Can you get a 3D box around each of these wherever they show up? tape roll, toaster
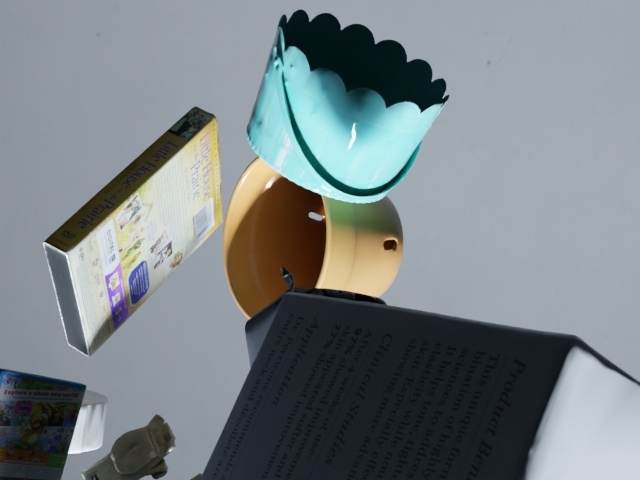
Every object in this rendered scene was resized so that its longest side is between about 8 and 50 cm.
[{"bbox_3d":[-0.578,0.356,2.169,0.286,0.286,0.100,8,88,12],"label":"tape roll"},{"bbox_3d":[0.007,0.144,1.298,0.110,0.168,0.186,-34,58,43],"label":"toaster"}]

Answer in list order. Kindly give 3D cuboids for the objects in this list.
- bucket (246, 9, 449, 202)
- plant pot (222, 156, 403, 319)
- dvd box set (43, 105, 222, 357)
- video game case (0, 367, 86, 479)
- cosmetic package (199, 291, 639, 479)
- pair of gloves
[{"bbox_3d":[0.033,-0.195,1.579,0.281,0.281,0.183,28,118,3],"label":"bucket"},{"bbox_3d":[0.000,0.000,1.774,0.290,0.203,0.291,-5,84,51],"label":"plant pot"},{"bbox_3d":[-0.336,-0.019,2.007,0.062,0.420,0.308,28,144,19],"label":"dvd box set"},{"bbox_3d":[-0.304,0.218,1.077,0.015,0.119,0.166,9,81,35],"label":"video game case"},{"bbox_3d":[0.121,0.270,0.936,0.327,0.393,0.330,33,76,-30],"label":"cosmetic package"},{"bbox_3d":[-0.323,0.475,2.032,0.204,0.042,0.240,-42,65,2],"label":"pair of gloves"}]
